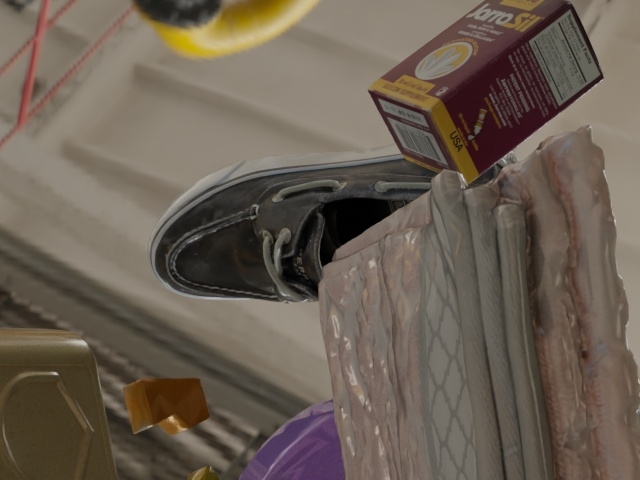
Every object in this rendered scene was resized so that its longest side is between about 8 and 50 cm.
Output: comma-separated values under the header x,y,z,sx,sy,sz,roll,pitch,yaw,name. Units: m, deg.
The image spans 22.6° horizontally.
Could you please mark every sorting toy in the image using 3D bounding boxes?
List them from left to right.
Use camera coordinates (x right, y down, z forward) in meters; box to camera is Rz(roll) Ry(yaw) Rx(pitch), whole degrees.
x,y,z,sx,sy,sz,roll,pitch,yaw,name
-0.165,0.160,0.952,0.307,0.041,0.229,7,-117,-55,sorting toy

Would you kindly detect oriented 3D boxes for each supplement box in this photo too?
x,y,z,sx,sy,sz,roll,pitch,yaw,name
0.073,-0.069,0.704,0.083,0.043,0.055,-38,-151,-15,supplement box

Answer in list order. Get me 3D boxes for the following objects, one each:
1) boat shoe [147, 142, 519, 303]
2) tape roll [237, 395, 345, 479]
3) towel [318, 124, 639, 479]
x,y,z,sx,sy,sz,roll,pitch,yaw,name
0.000,0.000,1.175,0.301,0.108,0.102,-9,-154,20,boat shoe
0.064,0.244,1.171,0.275,0.090,0.274,0,-92,-11,tape roll
0.054,0.150,0.534,0.053,0.317,0.331,-6,-97,-6,towel
